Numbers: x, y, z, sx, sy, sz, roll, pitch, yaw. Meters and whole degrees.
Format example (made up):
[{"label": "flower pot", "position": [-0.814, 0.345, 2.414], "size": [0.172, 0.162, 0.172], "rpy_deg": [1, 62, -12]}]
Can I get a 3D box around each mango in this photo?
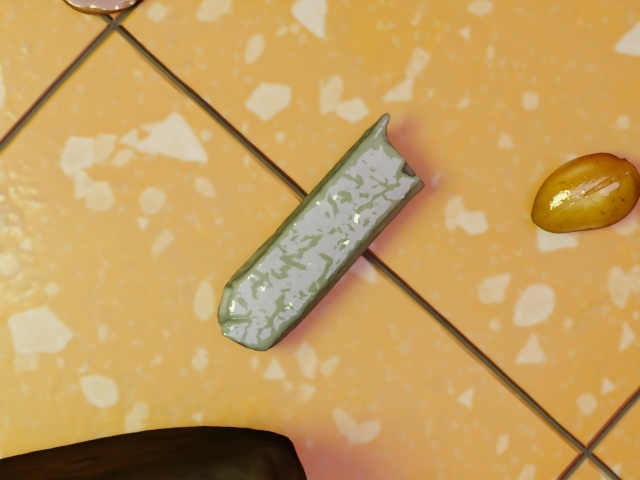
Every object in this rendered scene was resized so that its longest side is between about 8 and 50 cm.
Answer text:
[{"label": "mango", "position": [0.205, -0.034, 1.234], "size": [0.089, 0.046, 0.060], "rpy_deg": [-27, 92, 0]}]

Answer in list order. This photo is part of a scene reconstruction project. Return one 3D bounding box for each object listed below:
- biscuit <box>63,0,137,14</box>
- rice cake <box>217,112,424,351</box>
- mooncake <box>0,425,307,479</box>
[{"label": "biscuit", "position": [-0.165, -0.244, 1.222], "size": [0.118, 0.023, 0.140], "rpy_deg": [-8, 89, -4]}, {"label": "rice cake", "position": [-0.001, 0.000, 1.210], "size": [0.063, 0.069, 0.206], "rpy_deg": [43, 84, 0]}, {"label": "mooncake", "position": [-0.141, 0.227, 1.091], "size": [0.290, 0.290, 0.161], "rpy_deg": [-9, 94, -4]}]
